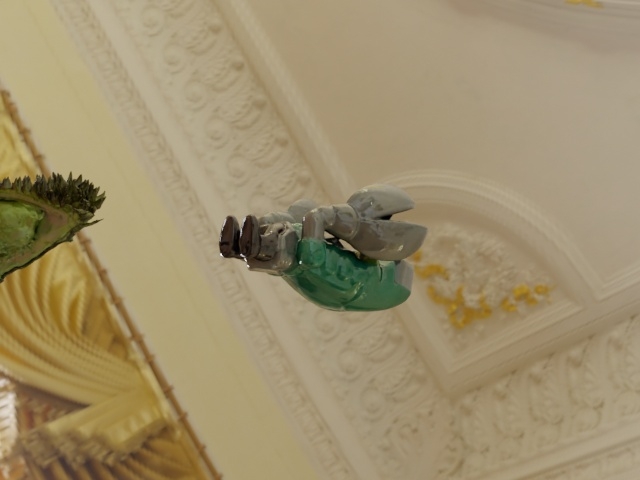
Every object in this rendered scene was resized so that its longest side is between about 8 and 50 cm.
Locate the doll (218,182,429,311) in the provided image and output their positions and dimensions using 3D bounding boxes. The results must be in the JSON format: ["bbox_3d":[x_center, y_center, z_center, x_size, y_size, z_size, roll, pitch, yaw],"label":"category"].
[{"bbox_3d":[0.018,0.002,1.134,0.194,0.258,0.153,8,-97,20],"label":"doll"}]

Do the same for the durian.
[{"bbox_3d":[-0.502,-0.003,1.579,0.351,0.158,0.169,-29,-109,3],"label":"durian"}]
